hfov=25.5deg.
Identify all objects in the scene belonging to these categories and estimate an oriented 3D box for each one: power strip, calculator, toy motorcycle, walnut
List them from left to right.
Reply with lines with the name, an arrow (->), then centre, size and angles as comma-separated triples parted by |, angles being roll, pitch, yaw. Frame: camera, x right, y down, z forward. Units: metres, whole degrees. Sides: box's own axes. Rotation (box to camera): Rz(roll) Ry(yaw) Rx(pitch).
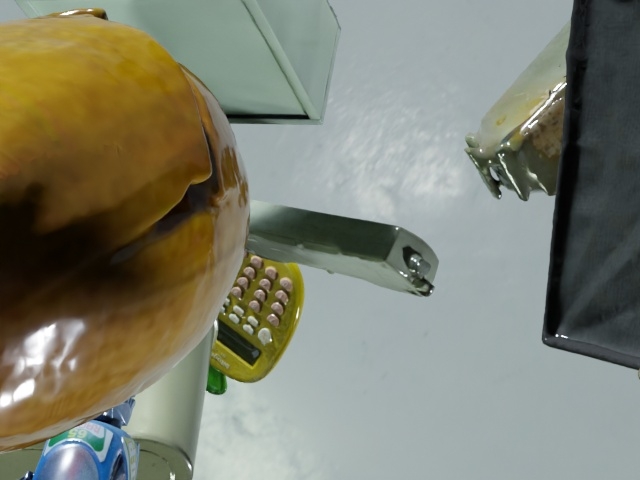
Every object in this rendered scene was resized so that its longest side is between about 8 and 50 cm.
walnut -> -0.151, -0.001, 0.685 | 0.209, 0.336, 0.209 | 7, 112, 17
toy motorcycle -> -0.162, 0.198, 0.987 | 0.092, 0.135, 0.254 | 9, 106, 6
calculator -> -0.102, 0.097, 1.778 | 0.146, 0.032, 0.235 | 37, 120, 10
power strip -> -0.002, 0.002, 1.461 | 0.286, 0.080, 0.048 | 10, 67, 42

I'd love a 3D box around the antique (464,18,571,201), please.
antique -> 0.285, -0.149, 1.521 | 0.284, 0.125, 0.150 | -40, 108, -16

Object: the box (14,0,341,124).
box -> -0.121, -0.212, 1.297 | 0.225, 0.225, 0.117 | 3, 66, 19

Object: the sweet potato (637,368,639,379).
sweet potato -> 0.185, 0.033, 0.641 | 0.117, 0.049, 0.049 | -30, 101, -25

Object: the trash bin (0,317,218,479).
trash bin -> -0.232, 0.150, 1.458 | 0.243, 0.247, 0.121 | 0, 128, 0

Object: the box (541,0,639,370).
box -> 0.322, -0.034, 0.818 | 0.345, 0.204, 0.251 | 11, 98, 49
